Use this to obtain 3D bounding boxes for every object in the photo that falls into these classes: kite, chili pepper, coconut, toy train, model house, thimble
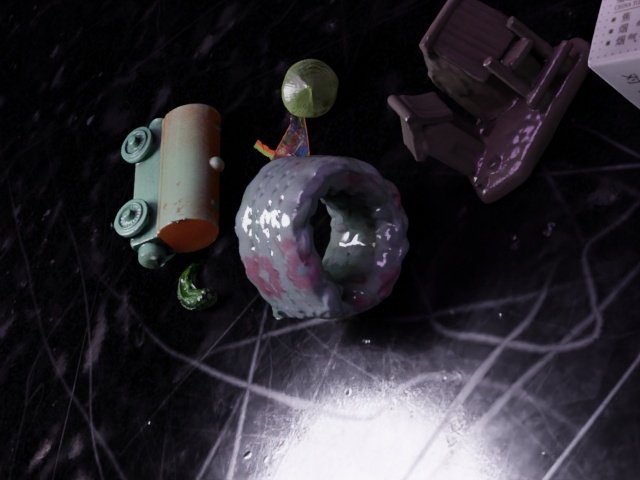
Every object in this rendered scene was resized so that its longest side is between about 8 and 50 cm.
[{"bbox_3d":[-0.060,-0.126,1.884,0.159,0.010,0.190,18,79,54],"label":"kite"},{"bbox_3d":[-0.185,0.077,1.873,0.055,0.035,0.118,-42,28,2],"label":"chili pepper"},{"bbox_3d":[-0.016,-0.221,1.838,0.088,0.088,0.096,-56,7,5],"label":"coconut"},{"bbox_3d":[-0.226,-0.090,1.986,0.177,0.116,0.285,-22,47,24],"label":"toy train"},{"bbox_3d":[0.188,-0.183,1.500,0.229,0.188,0.122,-58,20,1],"label":"model house"},{"bbox_3d":[0.000,0.000,1.576,0.149,0.185,0.211,3,82,53],"label":"thimble"}]

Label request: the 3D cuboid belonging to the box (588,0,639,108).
[{"bbox_3d":[0.442,-0.170,1.144,0.330,0.210,0.095,-3,64,50],"label":"box"}]
